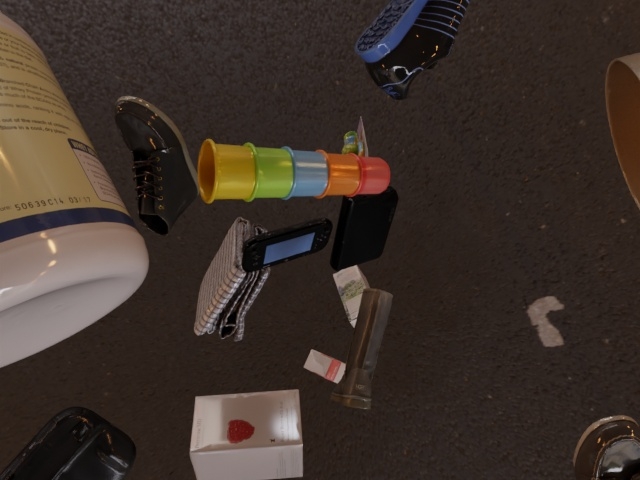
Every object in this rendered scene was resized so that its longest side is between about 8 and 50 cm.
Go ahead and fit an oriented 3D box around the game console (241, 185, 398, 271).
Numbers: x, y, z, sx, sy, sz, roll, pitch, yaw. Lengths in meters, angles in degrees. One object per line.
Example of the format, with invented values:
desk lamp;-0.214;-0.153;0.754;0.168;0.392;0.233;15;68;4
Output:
game console;0.000;0.000;1.132;0.361;0.213;0.044;-16;49;-24

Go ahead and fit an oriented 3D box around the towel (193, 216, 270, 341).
towel;-0.217;0.099;1.373;0.121;0.283;0.235;25;111;-19

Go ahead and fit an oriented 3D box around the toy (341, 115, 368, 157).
toy;0.072;-0.201;1.307;0.056;0.136;0.237;11;37;-5

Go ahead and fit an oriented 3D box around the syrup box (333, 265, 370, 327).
syrup box;0.126;0.194;1.767;0.093;0.096;0.237;-30;38;8

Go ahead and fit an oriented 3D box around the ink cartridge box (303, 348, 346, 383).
ink cartridge box;0.059;0.420;1.675;0.198;0.115;0.067;32;77;-35

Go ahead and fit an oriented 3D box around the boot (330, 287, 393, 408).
boot;0.076;0.198;0.976;0.076;0.189;0.208;9;76;-9

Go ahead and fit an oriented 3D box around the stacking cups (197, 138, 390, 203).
stacking cups;-0.031;-0.100;0.846;0.316;0.096;0.096;1;79;-29

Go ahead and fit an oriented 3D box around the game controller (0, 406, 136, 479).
game controller;-0.439;0.420;0.814;0.067;0.166;0.319;17;60;47

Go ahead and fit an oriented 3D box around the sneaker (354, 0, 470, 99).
sneaker;0.143;-0.283;0.669;0.232;0.081;0.090;-47;125;-6

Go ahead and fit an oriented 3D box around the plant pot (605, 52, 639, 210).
plant pot;0.573;-0.166;0.782;0.191;0.284;0.284;-17;80;18

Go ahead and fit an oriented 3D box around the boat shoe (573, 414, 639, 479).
boat shoe;0.451;0.403;0.804;0.112;0.095;0.335;-10;123;1

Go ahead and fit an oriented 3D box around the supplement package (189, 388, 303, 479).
supplement package;-0.199;0.545;1.465;0.293;0.175;0.177;-3;39;-5

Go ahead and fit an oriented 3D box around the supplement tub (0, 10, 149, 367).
supplement tub;-0.327;-0.061;0.466;0.235;0.235;0.324;-30;82;-4

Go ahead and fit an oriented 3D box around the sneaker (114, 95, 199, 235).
sneaker;-0.268;-0.112;0.838;0.083;0.222;0.118;1;51;23
